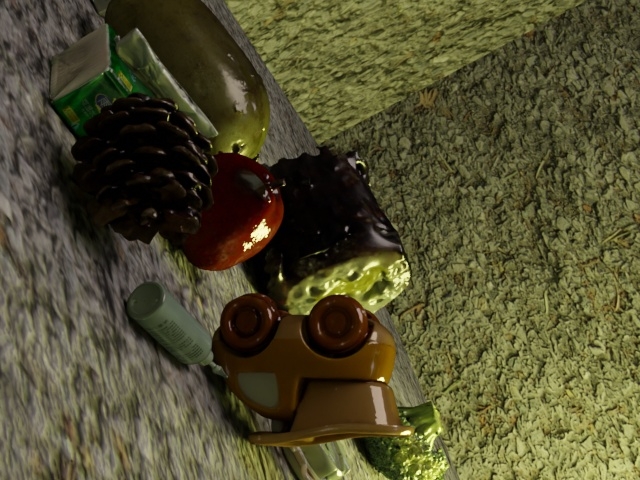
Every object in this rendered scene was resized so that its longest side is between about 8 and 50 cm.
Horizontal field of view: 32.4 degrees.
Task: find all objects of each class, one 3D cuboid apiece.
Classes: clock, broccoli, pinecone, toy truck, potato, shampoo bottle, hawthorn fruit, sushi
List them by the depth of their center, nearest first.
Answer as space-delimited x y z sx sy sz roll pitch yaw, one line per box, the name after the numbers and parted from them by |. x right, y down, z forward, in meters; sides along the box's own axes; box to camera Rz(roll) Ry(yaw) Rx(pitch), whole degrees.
-0.215 -0.080 1.385 0.184 0.179 0.204 19 38 -49 | pinecone
-0.177 0.123 1.415 0.195 0.056 0.056 55 10 -50 | shampoo bottle
-0.012 0.187 1.577 0.204 0.288 0.211 47 42 -73 | toy truck
-0.141 -0.055 1.709 0.185 0.202 0.185 43 33 -38 | hawthorn fruit
-0.015 0.329 1.759 0.151 0.062 0.191 63 8 2 | clock
-0.224 -0.273 1.871 0.359 0.219 0.270 62 5 5 | potato
-0.001 -0.001 2.190 0.281 0.299 0.294 103 -29 -56 | sushi
0.173 0.415 2.320 0.198 0.176 0.226 167 -83 -86 | broccoli

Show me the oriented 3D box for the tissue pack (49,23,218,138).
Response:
-0.263 -0.189 1.567 0.209 0.156 0.148 56 7 -35 | tissue pack

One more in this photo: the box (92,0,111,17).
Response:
-0.341 -0.465 2.110 0.269 0.135 0.079 6 60 -81 | box
